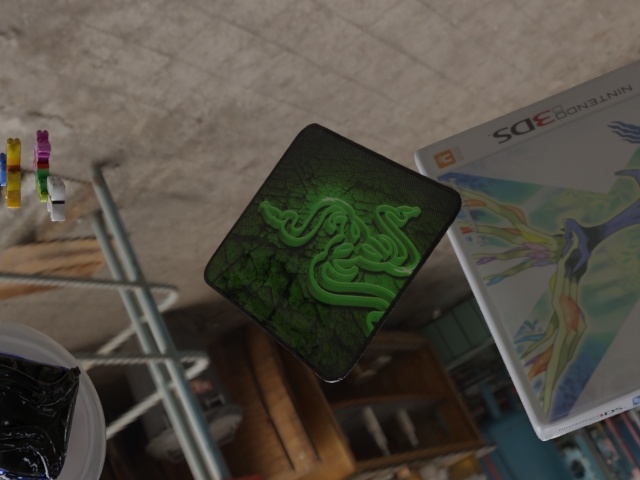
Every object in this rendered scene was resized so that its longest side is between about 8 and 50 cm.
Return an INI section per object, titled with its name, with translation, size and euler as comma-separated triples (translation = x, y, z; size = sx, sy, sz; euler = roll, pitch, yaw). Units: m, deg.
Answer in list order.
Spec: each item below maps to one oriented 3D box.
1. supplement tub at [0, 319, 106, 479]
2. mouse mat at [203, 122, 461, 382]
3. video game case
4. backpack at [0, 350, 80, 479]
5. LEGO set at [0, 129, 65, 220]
[supplement tub]
translation = -0.396, 0.236, 1.056
size = 0.241, 0.241, 0.331
euler = -11, 167, -37
[mouse mat]
translation = 0.000, 0.000, 0.698
size = 0.007, 0.190, 0.152
euler = 37, 87, -43
[video game case]
translation = 0.277, -0.016, 0.898
size = 0.300, 0.329, 0.036
euler = -22, 144, 4
[backpack]
translation = -0.263, 0.136, 0.754
size = 0.101, 0.097, 0.120
euler = -6, 161, 24
[LEGO set]
translation = -0.441, -0.115, 1.468
size = 0.087, 0.227, 0.093
euler = -2, 115, -24
